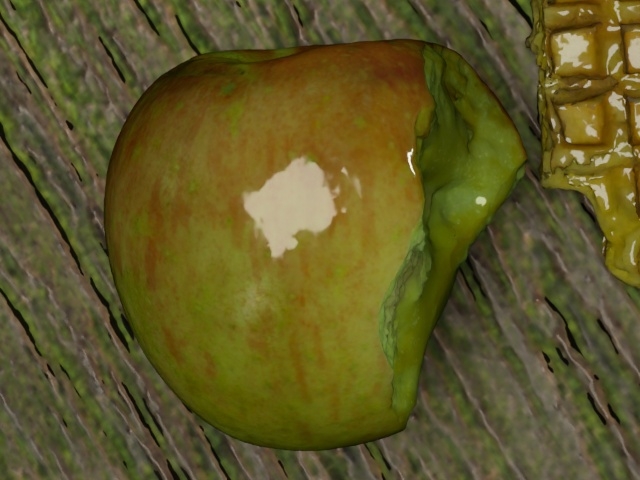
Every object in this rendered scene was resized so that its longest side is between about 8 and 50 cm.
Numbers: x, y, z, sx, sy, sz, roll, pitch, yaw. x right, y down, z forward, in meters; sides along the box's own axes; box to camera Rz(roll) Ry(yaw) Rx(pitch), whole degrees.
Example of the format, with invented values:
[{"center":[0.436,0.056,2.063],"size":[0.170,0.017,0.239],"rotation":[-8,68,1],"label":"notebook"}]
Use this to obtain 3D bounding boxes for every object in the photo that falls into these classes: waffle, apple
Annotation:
[{"center":[0.241,-0.118,0.876],"size":[0.307,0.060,0.312],"rotation":[31,98,12],"label":"waffle"},{"center":[0.000,0.000,0.856],"size":[0.246,0.246,0.226],"rotation":[-1,100,15],"label":"apple"}]
